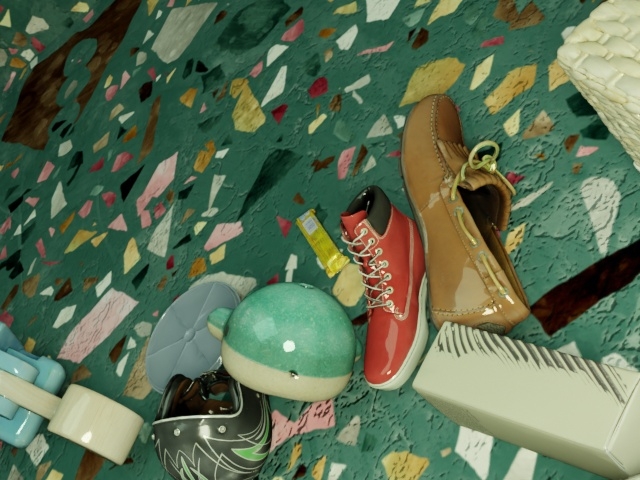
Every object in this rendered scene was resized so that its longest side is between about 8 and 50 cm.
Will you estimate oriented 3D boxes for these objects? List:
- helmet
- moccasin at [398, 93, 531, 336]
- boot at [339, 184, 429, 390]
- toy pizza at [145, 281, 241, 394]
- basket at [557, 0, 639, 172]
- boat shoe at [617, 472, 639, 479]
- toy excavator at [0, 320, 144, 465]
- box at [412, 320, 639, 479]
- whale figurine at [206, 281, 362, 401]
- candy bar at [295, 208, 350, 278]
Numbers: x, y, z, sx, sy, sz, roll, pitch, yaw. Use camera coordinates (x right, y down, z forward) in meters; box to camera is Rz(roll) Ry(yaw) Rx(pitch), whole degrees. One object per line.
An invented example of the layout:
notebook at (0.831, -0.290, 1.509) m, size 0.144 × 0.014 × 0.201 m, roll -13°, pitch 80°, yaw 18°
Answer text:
helmet at (-0.144, 0.258, 1.467) m, size 0.169 × 0.169 × 0.162 m, roll -22°, pitch 37°, yaw 32°
moccasin at (0.191, -0.046, 1.412) m, size 0.147 × 0.139 × 0.380 m, roll -28°, pitch 43°, yaw 25°
boot at (0.068, 0.058, 1.419) m, size 0.088 × 0.176 × 0.244 m, roll -10°, pitch 54°, yaw 38°
toy pizza at (-0.196, 0.156, 1.721) m, size 0.201 × 0.032 × 0.201 m, roll -25°, pitch 44°, yaw 27°
basket at (0.486, -0.181, 1.128) m, size 0.328 × 0.266 × 0.331 m, roll -47°, pitch 36°, yaw 5°
boat shoe at (0.404, 0.244, 0.988) m, size 0.355 × 0.132 × 0.130 m, roll -33°, pitch 60°, yaw 29°
toy excavator at (-0.499, 0.252, 1.816) m, size 0.433 × 0.445 × 0.222 m, roll 110°, pitch -177°, yaw -72°
box at (0.241, 0.176, 1.200) m, size 0.275 × 0.113 × 0.094 m, roll 12°, pitch 67°, yaw 48°
whale figurine at (-0.042, 0.108, 1.465) m, size 0.272 × 0.216 × 0.141 m, roll -104°, pitch 29°, yaw -73°
candy bar at (0.000, 0.000, 1.665) m, size 0.040 × 0.018 × 0.161 m, roll -41°, pitch 38°, yaw 6°
